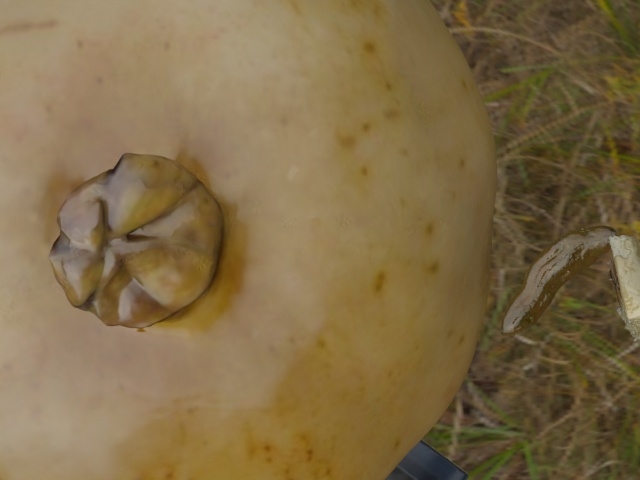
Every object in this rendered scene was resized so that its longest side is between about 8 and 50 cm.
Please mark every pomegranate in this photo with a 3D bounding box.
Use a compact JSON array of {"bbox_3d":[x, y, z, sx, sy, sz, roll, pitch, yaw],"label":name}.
[{"bbox_3d":[-0.097,-0.016,0.752,0.411,0.411,0.412,-3,85,32],"label":"pomegranate"}]

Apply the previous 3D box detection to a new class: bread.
[{"bbox_3d":[0.233,0.035,1.031,0.035,0.083,0.070,-14,74,11],"label":"bread"}]

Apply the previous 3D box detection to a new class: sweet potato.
[{"bbox_3d":[0.274,0.043,1.663,0.054,0.053,0.182,44,89,-5],"label":"sweet potato"}]

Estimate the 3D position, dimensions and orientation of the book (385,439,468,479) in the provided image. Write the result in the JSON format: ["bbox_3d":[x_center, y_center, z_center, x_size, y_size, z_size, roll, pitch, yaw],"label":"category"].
[{"bbox_3d":[-0.021,0.231,1.115,0.191,0.269,0.025,36,145,6],"label":"book"}]
